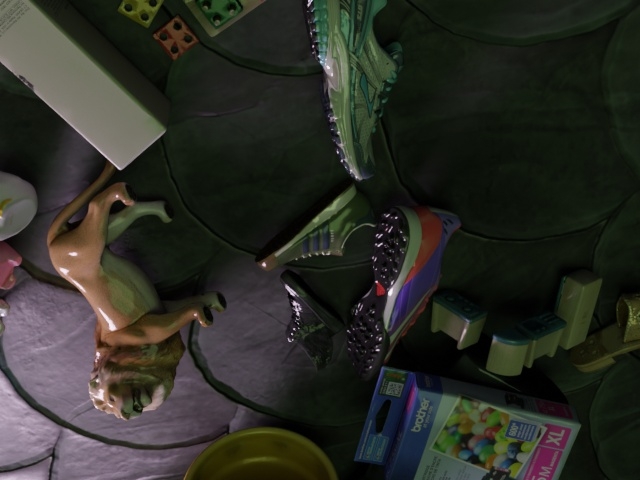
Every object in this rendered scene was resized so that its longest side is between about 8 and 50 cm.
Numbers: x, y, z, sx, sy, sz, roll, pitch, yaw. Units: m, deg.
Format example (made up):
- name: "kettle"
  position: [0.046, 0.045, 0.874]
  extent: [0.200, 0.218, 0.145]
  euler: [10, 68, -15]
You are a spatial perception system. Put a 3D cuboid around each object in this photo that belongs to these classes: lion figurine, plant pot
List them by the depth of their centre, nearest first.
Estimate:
- name: "lion figurine"
  position: [-0.301, 0.072, 1.488]
  extent: [0.240, 0.142, 0.392]
  euler: [-22, 104, 15]
- name: "plant pot"
  position: [-0.095, 0.478, 1.659]
  extent: [0.254, 0.254, 0.239]
  euler: [-3, 133, -4]

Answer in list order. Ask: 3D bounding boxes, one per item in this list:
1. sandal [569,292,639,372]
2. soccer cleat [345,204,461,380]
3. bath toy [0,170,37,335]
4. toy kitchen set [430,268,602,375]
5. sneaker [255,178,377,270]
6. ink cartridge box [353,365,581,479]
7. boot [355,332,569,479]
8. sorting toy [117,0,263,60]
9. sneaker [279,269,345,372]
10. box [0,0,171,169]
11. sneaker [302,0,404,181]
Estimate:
- name: "sandal"
  position: [0.491, 0.123, 1.597]
  extent: [0.240, 0.088, 0.079]
  euler: [-35, 122, 19]
- name: "soccer cleat"
  position: [0.125, 0.087, 1.541]
  extent: [0.117, 0.108, 0.318]
  euler: [-3, 125, -27]
- name: "bath toy"
  position: [-0.520, 0.042, 1.445]
  extent: [0.129, 0.151, 0.348]
  euler: [33, 115, 17]
- name: "toy kitchen set"
  position: [0.305, 0.100, 1.583]
  extent: [0.207, 0.166, 0.122]
  euler: [-17, 127, -39]
- name: "sneaker"
  position: [0.000, 0.000, 1.496]
  extent: [0.192, 0.064, 0.086]
  euler: [-39, 110, 12]
- name: "ink cartridge box"
  position: [0.223, 0.313, 1.556]
  extent: [0.311, 0.065, 0.185]
  euler: [14, 112, -3]
- name: "boot"
  position: [0.264, 0.403, 1.709]
  extent: [0.367, 0.146, 0.445]
  euler: [27, 108, -20]
- name: "sorting toy"
  position: [-0.136, -0.345, 1.310]
  extent: [0.275, 0.046, 0.132]
  euler: [-32, 116, 12]
- name: "sneaker"
  position: [-0.027, 0.126, 1.571]
  extent: [0.089, 0.051, 0.170]
  euler: [-41, 118, 11]
- name: "box"
  position: [-0.325, -0.229, 1.319]
  extent: [0.094, 0.113, 0.275]
  euler: [-38, 114, 15]
- name: "sneaker"
  position: [0.061, -0.212, 1.366]
  extent: [0.122, 0.110, 0.283]
  euler: [-13, 119, -2]
